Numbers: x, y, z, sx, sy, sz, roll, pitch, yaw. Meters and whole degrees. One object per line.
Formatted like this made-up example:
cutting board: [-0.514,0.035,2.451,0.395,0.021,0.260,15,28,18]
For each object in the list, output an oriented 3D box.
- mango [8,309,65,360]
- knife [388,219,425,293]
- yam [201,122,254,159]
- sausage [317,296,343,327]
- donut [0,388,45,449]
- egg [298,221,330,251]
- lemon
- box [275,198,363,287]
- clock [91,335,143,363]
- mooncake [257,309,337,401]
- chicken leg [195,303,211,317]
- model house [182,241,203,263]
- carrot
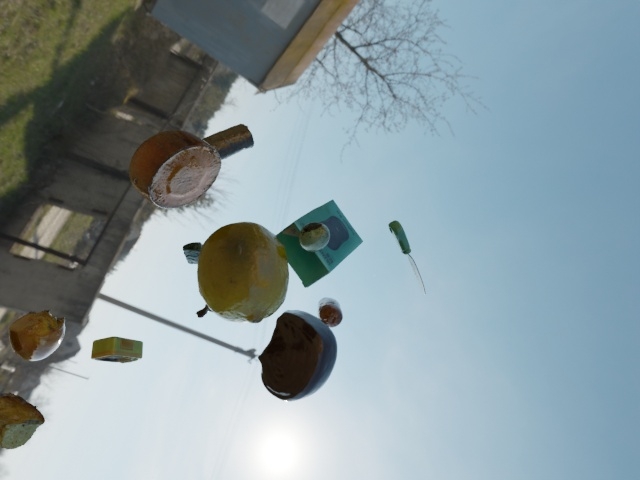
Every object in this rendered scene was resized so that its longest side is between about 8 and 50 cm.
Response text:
mango: [-0.935,0.314,1.354,0.252,0.154,0.126,-27,-168,33]
knife: [0.278,0.056,1.272,0.034,0.260,0.063,-29,-171,-6]
yam: [-0.453,-0.470,2.010,0.238,0.128,0.129,-33,-149,-30]
sausage: [0.040,0.320,1.852,0.114,0.113,0.259,-59,-178,3]
donut: [-0.633,0.360,0.772,0.078,0.146,0.181,-55,-176,11]
egg: [-0.016,-0.011,1.196,0.110,0.085,0.085,-33,-146,61]
lemon: [-0.210,0.089,1.140,0.260,0.284,0.260,-29,171,-5]
box: [0.000,0.000,1.423,0.118,0.205,0.311,-38,178,34]
clock: [-0.937,0.510,1.922,0.143,0.202,0.096,-12,-115,17]
mooncake: [-0.096,0.434,1.596,0.325,0.174,0.334,-29,-105,27]
chicken leg: [-0.484,0.328,2.150,0.177,0.322,0.083,104,-25,-46]
model house: [-0.412,0.033,1.376,0.083,0.078,0.066,98,-22,-57]
carrot: [-0.427,-0.203,1.262,0.258,0.100,0.307,-41,162,-7]
